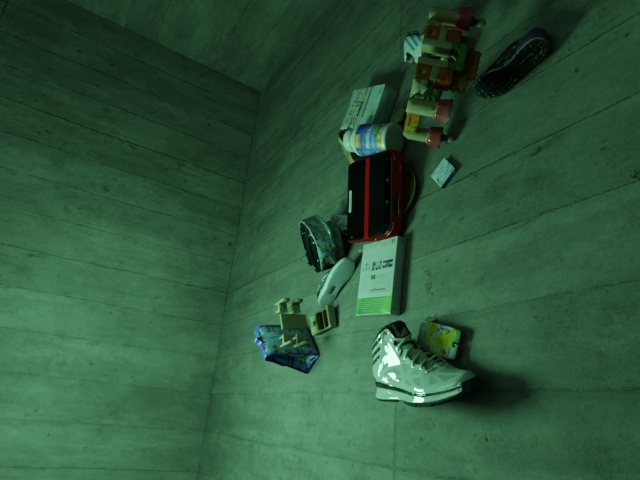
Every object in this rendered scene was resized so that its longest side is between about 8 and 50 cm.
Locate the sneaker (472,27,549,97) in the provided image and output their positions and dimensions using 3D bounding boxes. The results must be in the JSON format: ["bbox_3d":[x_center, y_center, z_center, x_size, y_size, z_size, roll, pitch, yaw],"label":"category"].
[{"bbox_3d":[0.661,-0.613,1.549,0.283,0.107,0.124,-32,31,47],"label":"sneaker"}]

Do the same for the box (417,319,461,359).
[{"bbox_3d":[0.405,0.336,1.505,0.179,0.043,0.105,3,77,63],"label":"box"}]

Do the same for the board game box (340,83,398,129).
[{"bbox_3d":[0.245,-0.664,2.289,0.303,0.097,0.224,25,96,60],"label":"board game box"}]

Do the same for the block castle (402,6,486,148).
[{"bbox_3d":[0.465,-0.611,1.680,0.303,0.212,0.454,60,-135,-77],"label":"block castle"}]

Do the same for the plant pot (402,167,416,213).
[{"bbox_3d":[0.338,-0.200,1.932,0.236,0.032,0.236,-36,46,48],"label":"plant pot"}]

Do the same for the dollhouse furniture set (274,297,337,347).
[{"bbox_3d":[-0.070,0.378,2.098,0.161,0.242,0.212,-39,53,46],"label":"dollhouse furniture set"}]

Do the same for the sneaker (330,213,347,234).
[{"bbox_3d":[0.110,-0.077,2.212,0.228,0.087,0.092,7,83,63],"label":"sneaker"}]

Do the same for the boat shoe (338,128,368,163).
[{"bbox_3d":[0.194,-0.431,2.249,0.110,0.121,0.341,78,170,-51],"label":"boat shoe"}]

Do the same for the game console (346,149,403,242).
[{"bbox_3d":[0.234,-0.190,1.979,0.342,0.060,0.387,-9,77,58],"label":"game console"}]

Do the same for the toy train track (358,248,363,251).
[{"bbox_3d":[0.201,0.047,2.059,0.083,0.014,0.048,170,107,-65],"label":"toy train track"}]

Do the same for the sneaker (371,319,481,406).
[{"bbox_3d":[0.302,0.388,1.453,0.447,0.169,0.258,-27,73,55],"label":"sneaker"}]

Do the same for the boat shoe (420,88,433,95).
[{"bbox_3d":[0.469,-0.649,1.914,0.228,0.079,0.081,-67,22,-2],"label":"boat shoe"}]

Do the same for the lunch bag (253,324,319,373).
[{"bbox_3d":[-0.187,0.513,2.189,0.138,0.293,0.221,-62,30,19],"label":"lunch bag"}]

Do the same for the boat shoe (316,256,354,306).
[{"bbox_3d":[0.063,0.182,2.140,0.301,0.108,0.102,-64,30,30],"label":"boat shoe"}]

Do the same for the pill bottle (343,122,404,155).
[{"bbox_3d":[0.239,-0.466,2.065,0.272,0.152,0.152,12,85,45],"label":"pill bottle"}]

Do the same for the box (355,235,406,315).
[{"bbox_3d":[0.252,0.157,1.864,0.232,0.058,0.322,-17,59,57],"label":"box"}]

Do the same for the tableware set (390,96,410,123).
[{"bbox_3d":[0.402,-0.592,2.032,0.194,0.039,0.128,-32,36,43],"label":"tableware set"}]

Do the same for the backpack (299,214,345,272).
[{"bbox_3d":[0.000,0.000,2.190,0.191,0.254,0.225,-28,28,-12],"label":"backpack"}]

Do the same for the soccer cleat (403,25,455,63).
[{"bbox_3d":[0.486,-0.866,1.981,0.331,0.116,0.143,-148,61,-63],"label":"soccer cleat"}]

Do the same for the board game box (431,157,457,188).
[{"bbox_3d":[0.479,-0.262,1.727,0.090,0.020,0.090,-57,32,26],"label":"board game box"}]
